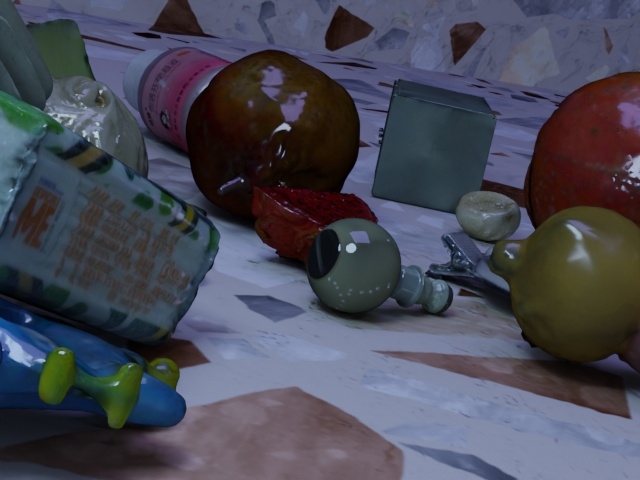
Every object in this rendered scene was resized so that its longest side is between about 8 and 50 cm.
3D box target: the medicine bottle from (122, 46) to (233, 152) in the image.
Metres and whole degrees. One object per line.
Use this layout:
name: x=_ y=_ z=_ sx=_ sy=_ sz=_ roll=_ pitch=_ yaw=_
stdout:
medicine bottle: x=-0.181 y=-0.199 z=1.822 sx=0.147 sy=0.147 sz=0.247 roll=0 pitch=17 yaw=-37

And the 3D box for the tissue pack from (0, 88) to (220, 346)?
tissue pack: x=-0.234 y=-0.035 z=0.935 sx=0.228 sy=0.128 sz=0.311 roll=24 pitch=-5 yaw=19

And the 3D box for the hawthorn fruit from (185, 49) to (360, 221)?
hawthorn fruit: x=-0.064 y=-0.103 z=1.480 sx=0.208 sy=0.208 sz=0.248 roll=13 pitch=30 yaw=5

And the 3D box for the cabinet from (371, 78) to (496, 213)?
cabinet: x=0.157 y=-0.139 z=1.848 sx=0.150 sy=0.145 sz=0.206 roll=12 pitch=14 yaw=0

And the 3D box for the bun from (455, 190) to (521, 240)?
bun: x=0.214 y=-0.027 z=1.648 sx=0.086 sy=0.055 sz=0.086 roll=2 pitch=25 yaw=-1

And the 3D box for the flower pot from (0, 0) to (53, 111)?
flower pot: x=-0.409 y=-0.154 z=1.273 sx=0.254 sy=0.164 sz=0.367 roll=-33 pitch=33 yaw=-15

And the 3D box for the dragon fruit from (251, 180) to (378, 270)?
dragon fruit: x=0.000 y=0.000 z=1.337 sx=0.106 sy=0.083 sz=0.162 roll=38 pitch=18 yaw=35

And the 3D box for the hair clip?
hair clip: x=0.217 y=0.051 z=1.370 sx=0.220 sy=0.054 sz=0.140 roll=26 pitch=13 yaw=34

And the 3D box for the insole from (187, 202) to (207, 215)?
insole: x=-0.215 y=-0.029 z=1.407 sx=0.086 sy=0.005 sz=0.253 roll=20 pitch=17 yaw=34

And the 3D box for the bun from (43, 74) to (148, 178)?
bun: x=-0.260 y=-0.123 z=1.425 sx=0.183 sy=0.102 sz=0.183 roll=34 pitch=20 yaw=-14

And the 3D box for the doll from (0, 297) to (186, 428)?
doll: x=-0.252 y=0.072 z=0.812 sx=0.341 sy=0.099 sz=0.346 roll=17 pitch=-2 yaw=-3

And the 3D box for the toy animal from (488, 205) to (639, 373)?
toy animal: x=0.289 y=0.058 z=1.164 sx=0.281 sy=0.169 sz=0.195 roll=12 pitch=49 yaw=12

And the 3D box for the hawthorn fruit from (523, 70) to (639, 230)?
hawthorn fruit: x=0.376 y=-0.031 z=1.405 sx=0.276 sy=0.276 sz=0.307 roll=7 pitch=29 yaw=-18

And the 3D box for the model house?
model house: x=-0.405 y=-0.158 z=1.574 sx=0.211 sy=0.170 sz=0.194 roll=-13 pitch=12 yaw=23

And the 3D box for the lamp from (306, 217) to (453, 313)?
lamp: x=0.064 y=0.037 z=1.244 sx=0.163 sy=0.091 sz=0.091 roll=22 pitch=6 yaw=-34
